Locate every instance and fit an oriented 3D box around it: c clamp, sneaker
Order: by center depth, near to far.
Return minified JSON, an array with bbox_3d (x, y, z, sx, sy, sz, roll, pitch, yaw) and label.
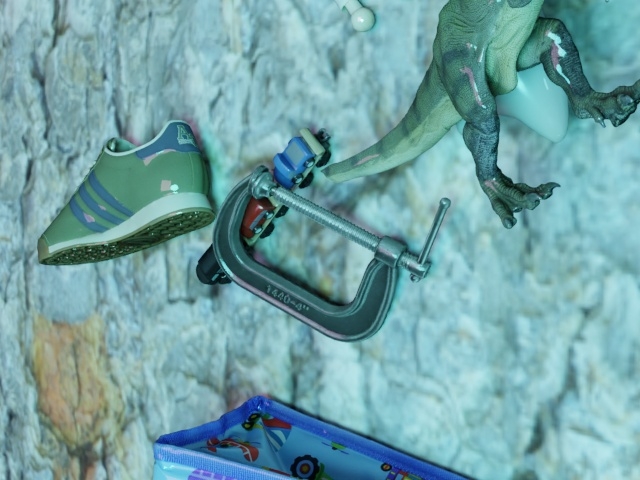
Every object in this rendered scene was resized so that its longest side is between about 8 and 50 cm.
[{"bbox_3d":[0.000,0.000,0.671,0.161,0.022,0.137,23,124,17],"label":"c clamp"},{"bbox_3d":[-0.159,-0.038,0.799,0.192,0.064,0.086,-16,76,39],"label":"sneaker"}]

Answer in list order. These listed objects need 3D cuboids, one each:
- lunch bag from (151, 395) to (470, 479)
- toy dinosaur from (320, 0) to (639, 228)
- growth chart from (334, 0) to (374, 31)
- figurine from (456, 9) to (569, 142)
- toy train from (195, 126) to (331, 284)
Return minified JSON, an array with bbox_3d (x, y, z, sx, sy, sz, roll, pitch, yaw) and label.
[{"bbox_3d":[0.037,0.253,0.636,0.293,0.138,0.220,12,100,26],"label":"lunch bag"},{"bbox_3d":[0.093,-0.081,0.515,0.118,0.064,0.268,48,140,14],"label":"toy dinosaur"},{"bbox_3d":[0.050,-0.268,0.633,0.172,0.021,0.237,51,122,23],"label":"growth chart"},{"bbox_3d":[0.148,-0.152,0.516,0.215,0.092,0.209,3,106,40],"label":"figurine"},{"bbox_3d":[-0.044,-0.022,0.717,0.158,0.036,0.027,-50,64,30],"label":"toy train"}]
